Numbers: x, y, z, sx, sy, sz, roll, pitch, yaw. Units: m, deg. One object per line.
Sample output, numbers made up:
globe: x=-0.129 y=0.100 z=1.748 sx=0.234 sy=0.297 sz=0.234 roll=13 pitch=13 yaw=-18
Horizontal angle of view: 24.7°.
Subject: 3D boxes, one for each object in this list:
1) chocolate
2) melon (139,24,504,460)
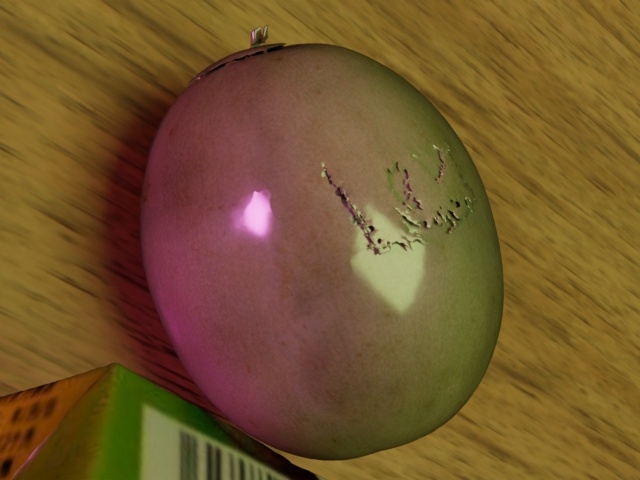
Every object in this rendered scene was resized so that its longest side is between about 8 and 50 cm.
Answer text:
chocolate: x=-0.131 y=0.208 z=0.924 sx=0.301 sy=0.288 sz=0.137 roll=37 pitch=49 yaw=-38
melon: x=0.000 y=0.000 z=1.102 sx=0.268 sy=0.268 sz=0.330 roll=-18 pitch=90 yaw=-47
